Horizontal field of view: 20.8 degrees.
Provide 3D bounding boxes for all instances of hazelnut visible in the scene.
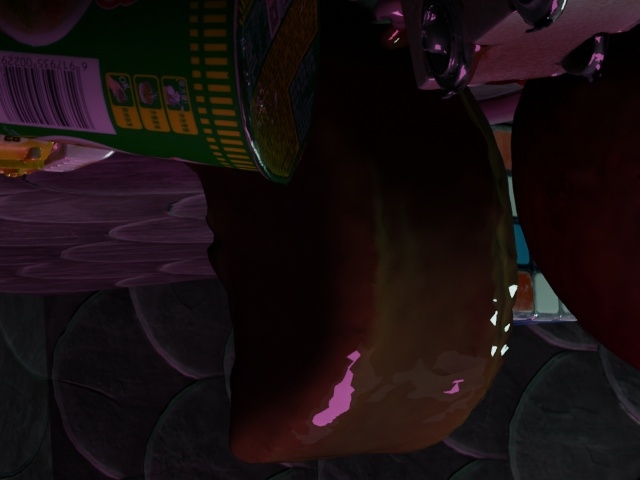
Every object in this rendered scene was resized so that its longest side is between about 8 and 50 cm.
[{"bbox_3d":[0.347,-0.085,1.352,0.421,0.352,0.421,-6,136,-6],"label":"hazelnut"}]

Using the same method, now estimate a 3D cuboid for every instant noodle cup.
[{"bbox_3d":[-0.135,-0.140,1.210,0.233,0.207,0.207,1,175,13],"label":"instant noodle cup"}]

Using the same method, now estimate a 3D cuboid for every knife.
[{"bbox_3d":[0.200,-0.155,1.908,0.278,0.053,0.123,-7,179,37],"label":"knife"}]

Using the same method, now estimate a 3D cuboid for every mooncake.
[{"bbox_3d":[0.000,0.000,1.572,0.246,0.394,0.393,-6,-154,-32],"label":"mooncake"}]

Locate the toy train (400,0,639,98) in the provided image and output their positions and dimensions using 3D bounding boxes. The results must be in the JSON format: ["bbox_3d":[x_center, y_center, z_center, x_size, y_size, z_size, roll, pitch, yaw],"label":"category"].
[{"bbox_3d":[0.142,-0.186,1.094,0.129,0.159,0.326,-5,171,-16],"label":"toy train"}]

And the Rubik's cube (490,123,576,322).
[{"bbox_3d":[0.170,-0.010,2.282,0.259,0.253,0.256,-7,173,41],"label":"Rubik's cube"}]

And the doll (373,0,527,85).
[{"bbox_3d":[0.131,-0.189,1.414,0.183,0.085,0.217,-15,152,37],"label":"doll"}]

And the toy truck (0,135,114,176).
[{"bbox_3d":[-0.298,-0.115,1.634,0.227,0.114,0.098,0,172,-36],"label":"toy truck"}]
